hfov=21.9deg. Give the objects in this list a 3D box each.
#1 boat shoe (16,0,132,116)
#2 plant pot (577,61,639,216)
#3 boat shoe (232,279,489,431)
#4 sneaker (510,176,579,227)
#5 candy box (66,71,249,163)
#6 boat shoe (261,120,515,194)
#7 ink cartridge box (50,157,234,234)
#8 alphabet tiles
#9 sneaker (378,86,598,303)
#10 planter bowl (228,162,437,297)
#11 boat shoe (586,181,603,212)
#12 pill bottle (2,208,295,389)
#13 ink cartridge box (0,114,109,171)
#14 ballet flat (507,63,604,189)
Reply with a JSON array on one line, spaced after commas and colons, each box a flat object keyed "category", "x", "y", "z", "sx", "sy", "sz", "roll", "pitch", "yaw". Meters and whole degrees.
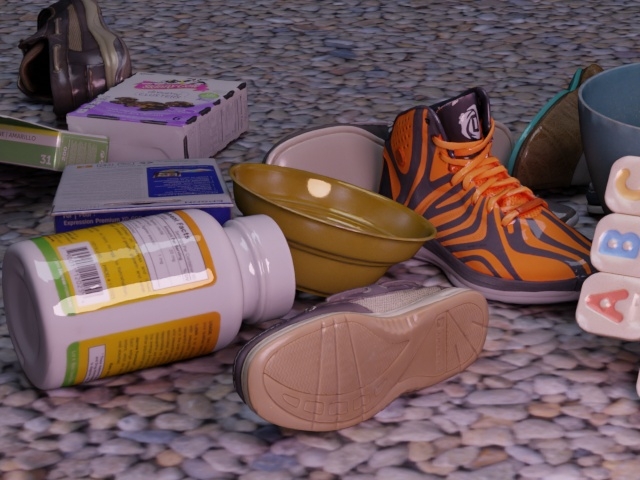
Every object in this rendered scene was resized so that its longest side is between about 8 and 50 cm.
[{"category": "boat shoe", "x": -0.363, "y": -0.263, "z": 2.320, "sx": 0.130, "sy": 0.132, "sz": 0.355, "roll": -9, "pitch": 21, "yaw": -19}, {"category": "plant pot", "x": 0.399, "y": -0.052, "z": 1.646, "sx": 0.290, "sy": 0.195, "sz": 0.290, "roll": -1, "pitch": 21, "yaw": 0}, {"category": "boat shoe", "x": 0.027, "y": 0.093, "z": 1.441, "sx": 0.285, "sy": 0.103, "sz": 0.092, "roll": -16, "pitch": 20, "yaw": -41}, {"category": "sneaker", "x": 0.205, "y": -0.043, "z": 1.812, "sx": 0.158, "sy": 0.065, "sz": 0.061, "roll": 6, "pitch": 23, "yaw": 19}, {"category": "candy box", "x": -0.204, "y": -0.151, "z": 2.106, "sx": 0.165, "sy": 0.070, "sz": 0.196, "roll": 7, "pitch": 23, "yaw": 20}, {"category": "boat shoe", "x": 0.067, "y": -0.082, "z": 1.886, "sx": 0.335, "sy": 0.112, "sz": 0.095, "roll": -8, "pitch": 4, "yaw": -30}, {"category": "ink cartridge box", "x": -0.185, "y": -0.035, "z": 1.726, "sx": 0.176, "sy": 0.069, "sz": 0.371, "roll": -3, "pitch": 8, "yaw": -6}, {"category": "alphabet tiles", "x": 0.369, "y": 0.018, "z": 1.423, "sx": 0.278, "sy": 0.284, "sz": 0.021, "roll": 9, "pitch": -15, "yaw": 25}, {"category": "sneaker", "x": 0.164, "y": -0.053, "z": 1.683, "sx": 0.124, "sy": 0.180, "sz": 0.321, "roll": -19, "pitch": 27, "yaw": -37}, {"category": "planter bowl", "x": 0.000, "y": 0.000, "z": 1.649, "sx": 0.217, "sy": 0.090, "sz": 0.217, "roll": 17, "pitch": 12, "yaw": -4}, {"category": "boat shoe", "x": 0.399, "y": -0.110, "z": 1.885, "sx": 0.254, "sy": 0.079, "sz": 0.095, "roll": -28, "pitch": 24, "yaw": -18}, {"category": "pill bottle", "x": -0.154, "y": 0.046, "z": 1.511, "sx": 0.246, "sy": 0.136, "sz": 0.136, "roll": -12, "pitch": 24, "yaw": -25}, {"category": "ink cartridge box", "x": -0.378, "y": -0.118, "z": 1.945, "sx": 0.171, "sy": 0.056, "sz": 0.235, "roll": 9, "pitch": 2, "yaw": 22}, {"category": "ballet flat", "x": 0.325, "y": -0.125, "z": 1.992, "sx": 0.124, "sy": 0.116, "sz": 0.342, "roll": 26, "pitch": 24, "yaw": 11}]
